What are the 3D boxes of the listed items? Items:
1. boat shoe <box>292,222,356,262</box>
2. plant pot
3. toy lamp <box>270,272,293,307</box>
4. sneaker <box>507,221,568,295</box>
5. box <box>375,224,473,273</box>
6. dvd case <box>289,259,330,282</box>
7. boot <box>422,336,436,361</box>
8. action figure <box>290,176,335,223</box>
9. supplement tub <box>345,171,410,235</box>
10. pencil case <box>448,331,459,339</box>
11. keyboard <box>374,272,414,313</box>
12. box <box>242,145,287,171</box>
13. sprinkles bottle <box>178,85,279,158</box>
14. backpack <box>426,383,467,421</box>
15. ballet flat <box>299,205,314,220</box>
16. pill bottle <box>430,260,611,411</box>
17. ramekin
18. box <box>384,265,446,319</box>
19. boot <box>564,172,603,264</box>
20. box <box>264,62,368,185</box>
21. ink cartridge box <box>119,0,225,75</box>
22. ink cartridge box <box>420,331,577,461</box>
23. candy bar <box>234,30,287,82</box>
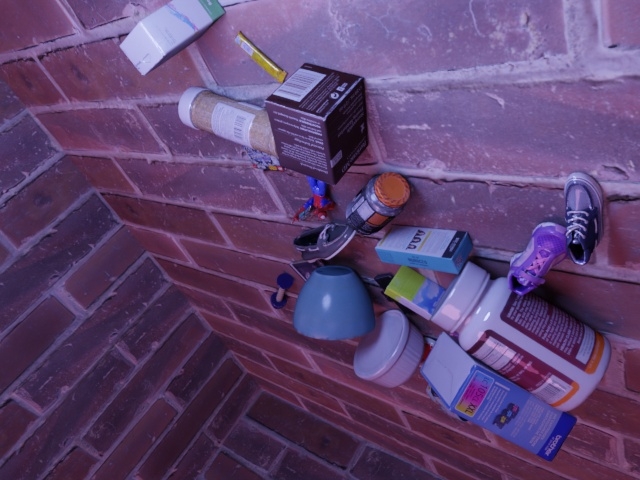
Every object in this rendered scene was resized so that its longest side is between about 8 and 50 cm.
[{"bbox_3d":[0.000,0.000,1.684,0.095,0.112,0.335,39,156,-12],"label":"boat shoe"},{"bbox_3d":[0.046,0.197,1.793,0.290,0.290,0.195,11,107,41],"label":"plant pot"},{"bbox_3d":[-0.174,0.229,2.253,0.080,0.080,0.275,34,151,9],"label":"toy lamp"},{"bbox_3d":[0.499,0.053,1.192,0.095,0.104,0.236,33,150,13],"label":"sneaker"},{"bbox_3d":[0.276,0.020,1.405,0.244,0.100,0.060,8,141,43],"label":"box"},{"bbox_3d":[-0.009,0.134,1.985,0.164,0.018,0.221,47,150,-19],"label":"dvd case"},{"bbox_3d":[0.332,0.449,1.885,0.088,0.176,0.244,42,150,-2],"label":"boot"},{"bbox_3d":[-0.027,-0.134,1.501,0.091,0.139,0.280,25,151,26],"label":"action figure"},{"bbox_3d":[0.151,-0.097,1.361,0.117,0.117,0.190,40,151,-2],"label":"supplement tub"},{"bbox_3d":[0.542,0.469,1.684,0.386,0.160,0.167,43,130,-9],"label":"pencil case"},{"bbox_3d":[0.254,0.180,1.747,0.180,0.023,0.108,49,144,-17],"label":"keyboard"},{"bbox_3d":[-0.169,-0.259,1.587,0.137,0.027,0.094,12,143,39],"label":"box"},{"bbox_3d":[-0.233,-0.333,1.455,0.355,0.121,0.121,24,148,25],"label":"sprinkles bottle"},{"bbox_3d":[0.484,0.545,1.858,0.188,0.166,0.144,52,150,-17],"label":"backpack"},{"bbox_3d":[-0.039,-0.093,1.678,0.041,0.041,0.114,41,152,-6],"label":"ballet flat"},{"bbox_3d":[0.499,0.235,1.330,0.392,0.224,0.224,33,151,10],"label":"pill bottle"},{"bbox_3d":[0.248,0.388,1.818,0.127,0.273,0.273,34,153,-16],"label":"ramekin"},{"bbox_3d":[0.298,0.160,1.573,0.178,0.109,0.042,32,147,13],"label":"box"},{"bbox_3d":[0.526,-0.040,1.043,0.069,0.086,0.190,5,138,45],"label":"boot"},{"bbox_3d":[-0.002,-0.275,1.223,0.167,0.168,0.203,22,148,26],"label":"box"},{"bbox_3d":[-0.357,-0.507,1.248,0.154,0.212,0.093,-7,128,53],"label":"ink cartridge box"},{"bbox_3d":[0.513,0.443,1.462,0.395,0.151,0.270,27,-175,-9],"label":"ink cartridge box"},{"bbox_3d":[-0.151,-0.457,1.289,0.161,0.018,0.040,41,148,-5],"label":"candy bar"}]
